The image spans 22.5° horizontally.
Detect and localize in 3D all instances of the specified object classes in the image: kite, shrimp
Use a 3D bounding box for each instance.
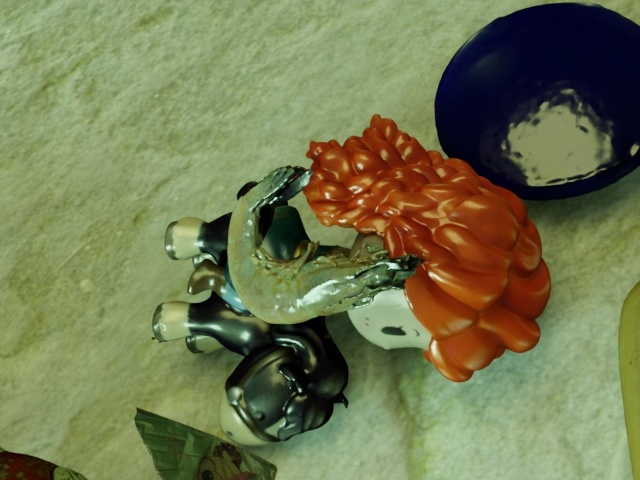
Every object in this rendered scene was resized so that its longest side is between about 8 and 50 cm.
[{"bbox_3d":[-0.136,0.269,1.584,0.250,0.012,0.229,-19,78,-36],"label":"kite"},{"bbox_3d":[0.000,0.000,1.532,0.219,0.046,0.152,-8,88,35],"label":"shrimp"}]

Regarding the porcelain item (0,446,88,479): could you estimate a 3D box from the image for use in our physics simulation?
[{"bbox_3d":[-0.322,0.307,1.556,0.253,0.253,0.253,-8,55,11],"label":"porcelain item"}]

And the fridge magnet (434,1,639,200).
[{"bbox_3d":[0.257,-0.150,1.767,0.265,0.112,0.265,-8,55,12],"label":"fridge magnet"}]

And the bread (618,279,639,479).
[{"bbox_3d":[0.441,0.170,1.406,0.348,0.253,0.376,-7,56,6],"label":"bread"}]

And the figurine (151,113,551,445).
[{"bbox_3d":[0.020,0.044,1.654,0.412,0.241,0.306,-27,50,12],"label":"figurine"}]
